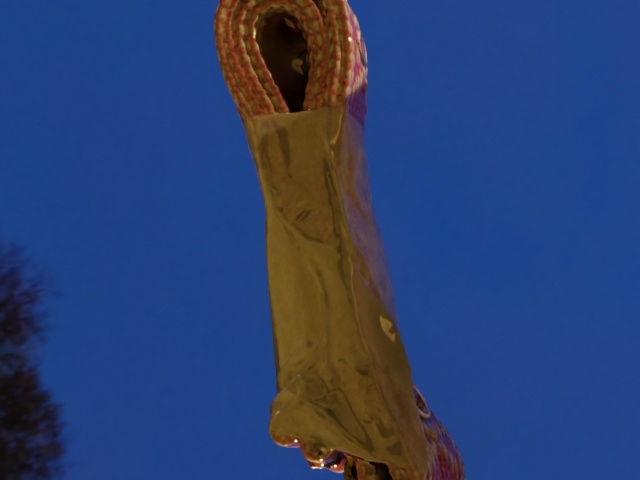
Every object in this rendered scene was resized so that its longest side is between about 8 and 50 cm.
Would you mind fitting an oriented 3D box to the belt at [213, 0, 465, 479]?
[{"bbox_3d":[0.000,0.000,0.589,0.071,0.053,0.232,-14,-105,9],"label":"belt"}]
